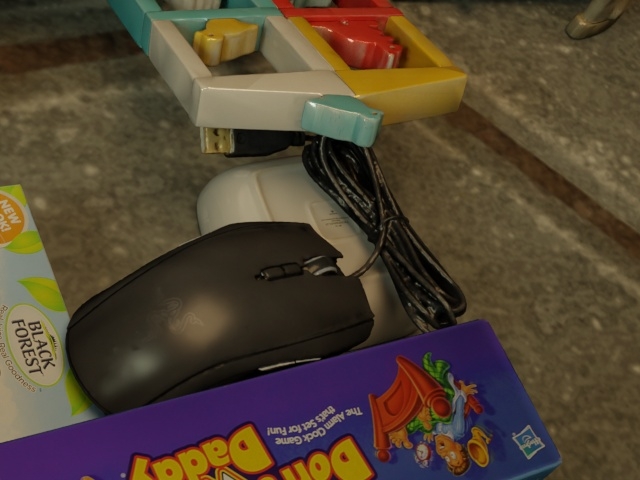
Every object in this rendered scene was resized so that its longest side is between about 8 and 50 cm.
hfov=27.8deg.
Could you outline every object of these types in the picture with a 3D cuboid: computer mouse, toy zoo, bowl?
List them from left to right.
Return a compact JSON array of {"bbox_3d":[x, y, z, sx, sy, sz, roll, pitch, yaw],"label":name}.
[{"bbox_3d":[-0.038,-0.002,0.750,0.262,0.060,0.184,-14,63,-35],"label":"computer mouse"},{"bbox_3d":[-0.031,-0.145,0.880,0.192,0.030,0.293,-6,38,-28],"label":"toy zoo"},{"bbox_3d":[0.000,0.000,0.848,0.142,0.053,0.142,-9,61,-28],"label":"bowl"}]

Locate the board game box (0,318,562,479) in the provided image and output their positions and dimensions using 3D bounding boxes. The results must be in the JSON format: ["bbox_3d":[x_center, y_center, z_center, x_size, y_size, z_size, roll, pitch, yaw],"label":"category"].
[{"bbox_3d":[-0.095,0.157,0.575,0.347,0.233,0.078,-12,63,-30],"label":"board game box"}]

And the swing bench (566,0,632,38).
[{"bbox_3d":[0.213,-0.305,1.030,0.255,0.253,0.165,11,54,-17],"label":"swing bench"}]

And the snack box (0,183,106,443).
[{"bbox_3d":[-0.215,0.080,0.680,0.175,0.070,0.207,-9,63,-31],"label":"snack box"}]
